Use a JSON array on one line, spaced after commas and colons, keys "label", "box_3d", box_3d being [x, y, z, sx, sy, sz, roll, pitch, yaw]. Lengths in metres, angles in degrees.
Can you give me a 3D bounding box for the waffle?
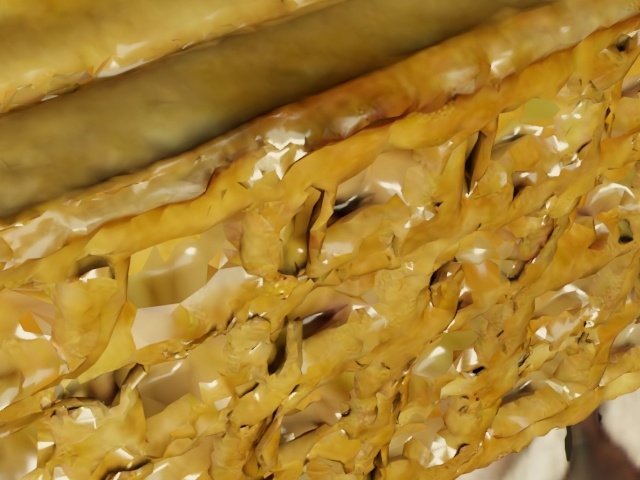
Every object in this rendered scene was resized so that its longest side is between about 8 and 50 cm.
[{"label": "waffle", "box_3d": [0.001, 0.001, 0.448, 0.308, 0.213, 0.091, -21, 55, -27]}]
